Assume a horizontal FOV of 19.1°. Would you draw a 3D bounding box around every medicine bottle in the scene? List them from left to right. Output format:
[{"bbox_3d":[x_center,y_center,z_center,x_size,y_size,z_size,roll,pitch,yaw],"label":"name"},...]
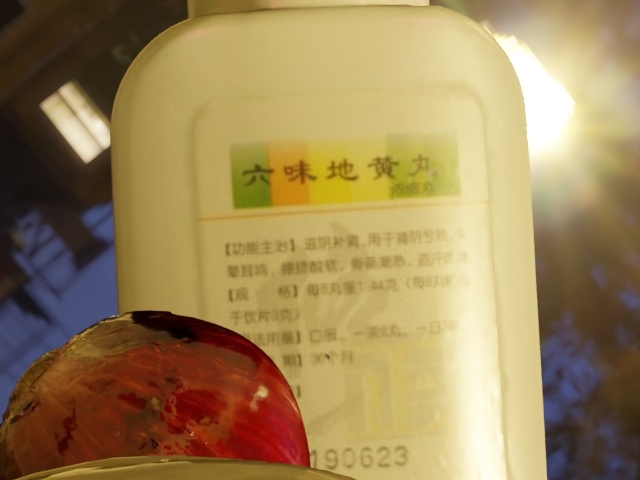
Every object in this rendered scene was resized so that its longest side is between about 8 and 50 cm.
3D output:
[{"bbox_3d":[0.000,0.000,0.826,0.179,0.324,0.124,-4,-179,-6],"label":"medicine bottle"}]

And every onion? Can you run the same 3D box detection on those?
[{"bbox_3d":[-0.063,0.089,0.700,0.131,0.131,0.131,-34,-164,12],"label":"onion"}]

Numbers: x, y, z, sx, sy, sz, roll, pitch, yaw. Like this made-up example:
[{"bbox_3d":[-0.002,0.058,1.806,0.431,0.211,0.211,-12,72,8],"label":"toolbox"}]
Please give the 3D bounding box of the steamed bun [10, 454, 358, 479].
[{"bbox_3d":[-0.067,0.197,0.442,0.342,0.255,0.368,-15,-157,17],"label":"steamed bun"}]
